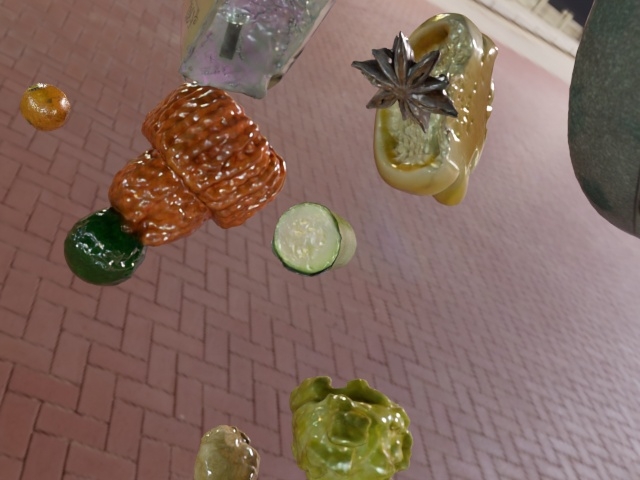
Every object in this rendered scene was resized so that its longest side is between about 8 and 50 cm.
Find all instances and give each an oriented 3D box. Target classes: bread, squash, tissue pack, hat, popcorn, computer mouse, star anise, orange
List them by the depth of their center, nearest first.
[{"bbox_3d":[0.304,-0.131,0.577,0.203,0.374,0.114,22,40,30],"label":"computer mouse"},{"bbox_3d":[-0.038,-0.264,0.678,0.123,0.215,0.256,24,28,-21],"label":"tissue pack"},{"bbox_3d":[0.000,0.000,1.011,0.095,0.095,0.188,43,7,9],"label":"squash"},{"bbox_3d":[-0.462,-0.223,1.228,0.083,0.083,0.083,30,27,-17],"label":"orange"},{"bbox_3d":[0.150,-0.264,1.248,0.182,0.195,0.065,51,49,-20],"label":"star anise"},{"bbox_3d":[-0.257,-0.070,1.302,0.285,0.400,0.285,39,-3,2],"label":"hat"},{"bbox_3d":[0.063,0.407,1.519,0.250,0.235,0.242,33,40,-29],"label":"popcorn"},{"bbox_3d":[0.289,-0.305,1.693,0.245,0.424,0.329,14,-4,-17],"label":"bread"}]

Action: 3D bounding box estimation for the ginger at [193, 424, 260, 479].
[{"bbox_3d":[-0.083,0.348,0.698,0.148,0.081,0.333,42,38,-34],"label":"ginger"}]
